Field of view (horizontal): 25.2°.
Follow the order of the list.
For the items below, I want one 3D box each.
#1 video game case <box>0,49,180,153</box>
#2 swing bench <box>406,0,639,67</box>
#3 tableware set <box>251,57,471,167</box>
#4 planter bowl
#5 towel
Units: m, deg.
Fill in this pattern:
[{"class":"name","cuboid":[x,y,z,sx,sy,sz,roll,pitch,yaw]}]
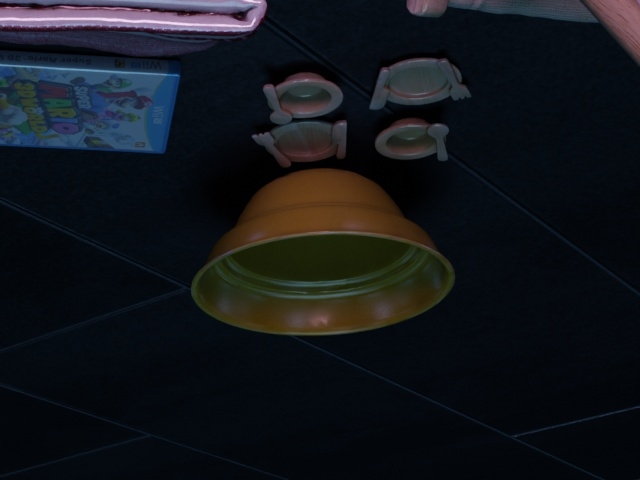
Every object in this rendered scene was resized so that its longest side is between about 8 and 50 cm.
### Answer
[{"class":"video game case","cuboid":[-0.191,-0.100,1.043,0.166,0.015,0.119,2,154,-11]},{"class":"swing bench","cuboid":[0.229,-0.138,0.720,0.253,0.255,0.165,-6,124,-44]},{"class":"tableware set","cuboid":[0.030,-0.093,1.080,0.169,0.020,0.141,-4,155,3]},{"class":"planter bowl","cuboid":[0.000,0.000,1.192,0.217,0.090,0.217,-3,156,-1]},{"class":"towel","cuboid":[-0.160,-0.119,0.785,0.237,0.037,0.329,0,-172,-8]}]
